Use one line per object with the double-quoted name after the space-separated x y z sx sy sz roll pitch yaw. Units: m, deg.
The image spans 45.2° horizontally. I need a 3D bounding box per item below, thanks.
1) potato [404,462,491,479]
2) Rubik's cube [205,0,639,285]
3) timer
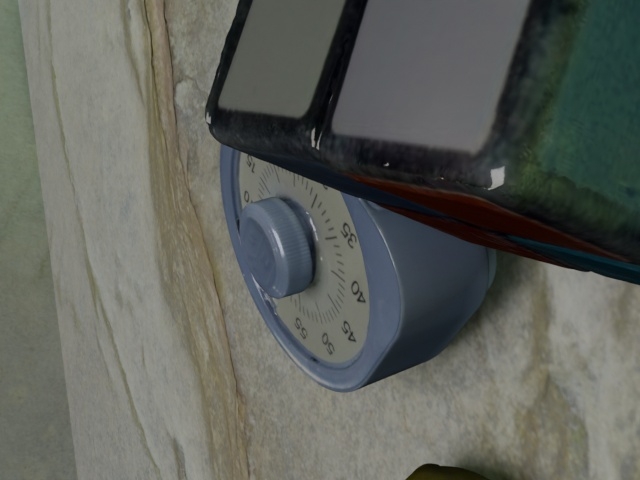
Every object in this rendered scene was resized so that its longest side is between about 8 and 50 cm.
0.156 0.328 0.821 0.200 0.137 0.155 41 126 41 "potato"
0.156 -0.154 0.530 0.313 0.318 0.316 18 92 55 "Rubik's cube"
0.000 0.000 0.907 0.395 0.173 0.395 38 138 45 "timer"
